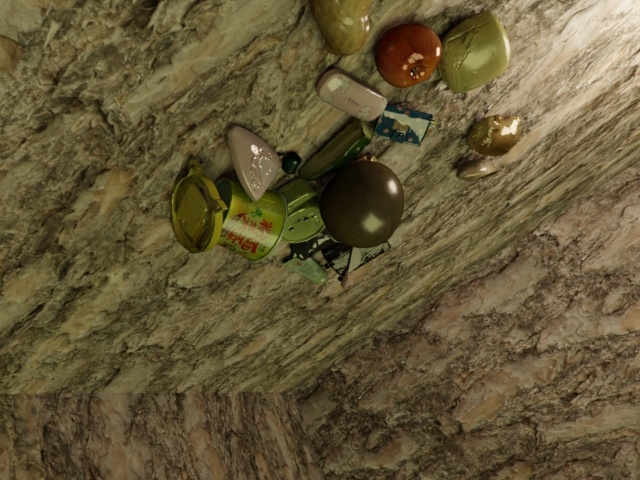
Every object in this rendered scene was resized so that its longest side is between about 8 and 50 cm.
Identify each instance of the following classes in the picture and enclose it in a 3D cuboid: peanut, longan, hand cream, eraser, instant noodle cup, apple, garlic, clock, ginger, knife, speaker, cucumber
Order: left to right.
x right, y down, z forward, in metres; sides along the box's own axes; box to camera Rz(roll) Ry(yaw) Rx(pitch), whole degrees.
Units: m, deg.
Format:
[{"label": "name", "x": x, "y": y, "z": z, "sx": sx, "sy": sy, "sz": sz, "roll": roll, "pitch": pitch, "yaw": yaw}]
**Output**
[{"label": "clock", "x": -0.422, "y": -0.100, "z": 1.532, "sx": 0.071, "sy": 0.277, "sz": 0.293, "roll": -9, "pitch": 152, "yaw": -48}, {"label": "instant noodle cup", "x": -0.301, "y": -0.084, "z": 1.650, "sx": 0.222, "sy": 0.311, "sz": 0.311, "roll": 21, "pitch": 125, "yaw": -38}, {"label": "eraser", "x": -0.230, "y": -0.286, "z": 1.513, "sx": 0.059, "sy": 0.204, "sz": 0.243, "roll": 3, "pitch": 142, "yaw": 35}, {"label": "speaker", "x": -0.124, "y": -0.294, "z": 1.665, "sx": 0.095, "sy": 0.060, "sz": 0.075, "roll": 3, "pitch": 137, "yaw": -38}, {"label": "clock", "x": -0.092, "y": -0.105, "z": 1.907, "sx": 0.286, "sy": 0.117, "sz": 0.348, "roll": -31, "pitch": 148, "yaw": 9}, {"label": "hand cream", "x": -0.063, "y": 0.149, "z": 2.320, "sx": 0.147, "sy": 0.093, "sz": 0.306, "roll": -30, "pitch": 147, "yaw": 16}, {"label": "cucumber", "x": 0.062, "y": -0.322, "z": 1.699, "sx": 0.325, "sy": 0.145, "sz": 0.105, "roll": -36, "pitch": 140, "yaw": 23}, {"label": "peanut", "x": 0.067, "y": -0.667, "z": 1.171, "sx": 0.192, "sy": 0.169, "sz": 0.387, "roll": -22, "pitch": 152, "yaw": -15}, {"label": "knife", "x": 0.165, "y": 0.135, "z": 2.232, "sx": 0.081, "sy": 0.043, "sz": 0.335, "roll": -19, "pitch": 145, "yaw": -26}, {"label": "longan", "x": 0.162, "y": -0.139, "z": 1.724, "sx": 0.361, "sy": 0.360, "sz": 0.360, "roll": -19, "pitch": 147, "yaw": -13}, {"label": "apple", "x": 0.286, "y": -0.593, "z": 1.431, "sx": 0.210, "sy": 0.164, "sz": 0.209, "roll": -18, "pitch": 149, "yaw": -11}, {"label": "garlic", "x": 0.787, "y": -0.347, "z": 2.195, "sx": 0.318, "sy": 0.112, "sz": 0.143, "roll": -2, "pitch": 164, "yaw": -43}, {"label": "ginger", "x": 0.785, "y": -0.482, "z": 1.986, "sx": 0.276, "sy": 0.130, "sz": 0.221, "roll": -29, "pitch": 140, "yaw": -7}]

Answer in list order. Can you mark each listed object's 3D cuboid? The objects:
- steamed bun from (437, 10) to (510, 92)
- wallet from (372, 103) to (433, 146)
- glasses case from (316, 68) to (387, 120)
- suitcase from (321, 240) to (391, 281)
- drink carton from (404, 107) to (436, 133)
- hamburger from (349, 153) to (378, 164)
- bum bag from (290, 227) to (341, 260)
[{"label": "steamed bun", "x": 0.540, "y": -0.632, "z": 1.553, "sx": 0.232, "sy": 0.166, "sz": 0.273, "roll": -32, "pitch": 148, "yaw": 5}, {"label": "wallet", "x": 0.312, "y": -0.439, "z": 1.691, "sx": 0.203, "sy": 0.059, "sz": 0.141, "roll": 11, "pitch": 135, "yaw": -9}, {"label": "glasses case", "x": 0.113, "y": -0.497, "z": 1.528, "sx": 0.297, "sy": 0.075, "sz": 0.113, "roll": 10, "pitch": 135, "yaw": -42}, {"label": "suitcase", "x": 0.176, "y": 0.039, "z": 2.273, "sx": 0.335, "sy": 0.152, "sz": 0.229, "roll": -32, "pitch": 148, "yaw": 8}, {"label": "drink carton", "x": 0.384, "y": -0.473, "z": 1.776, "sx": 0.166, "sy": 0.056, "sz": 0.071, "roll": 2, "pitch": 143, "yaw": -37}, {"label": "hamburger", "x": 0.210, "y": -0.306, "z": 1.862, "sx": 0.102, "sy": 0.087, "sz": 0.176, "roll": -39, "pitch": 143, "yaw": 22}, {"label": "bum bag", "x": 0.000, "y": 0.000, "z": 2.136, "sx": 0.327, "sy": 0.079, "sz": 0.142, "roll": -29, "pitch": 114, "yaw": 1}]
